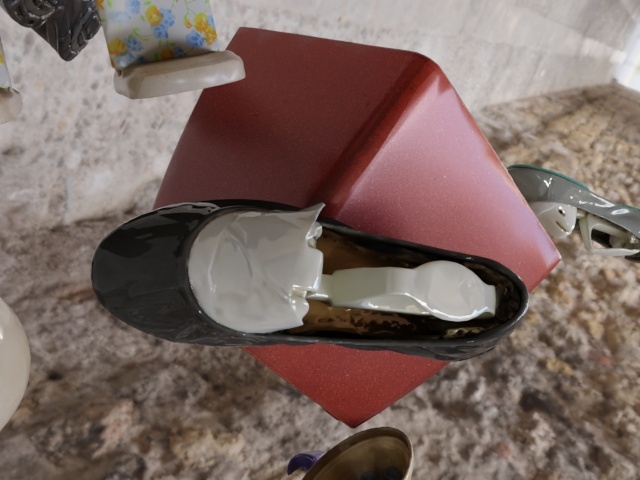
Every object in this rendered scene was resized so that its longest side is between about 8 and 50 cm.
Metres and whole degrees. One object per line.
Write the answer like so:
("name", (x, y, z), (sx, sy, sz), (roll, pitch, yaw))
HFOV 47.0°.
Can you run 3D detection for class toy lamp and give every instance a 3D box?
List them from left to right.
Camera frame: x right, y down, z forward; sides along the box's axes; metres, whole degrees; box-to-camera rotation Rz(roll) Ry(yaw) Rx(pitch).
("toy lamp", (-0.064, 0.435, 1.279), (0.275, 0.080, 0.080), (-15, 132, -60))

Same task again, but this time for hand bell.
("hand bell", (0.091, 0.293, 0.640), (0.126, 0.242, 0.126), (-34, -165, 10))

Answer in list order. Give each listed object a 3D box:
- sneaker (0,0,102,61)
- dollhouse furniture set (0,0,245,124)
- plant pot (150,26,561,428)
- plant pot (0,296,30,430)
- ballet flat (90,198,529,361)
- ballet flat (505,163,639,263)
("sneaker", (-0.309, -0.286, 0.799), (0.109, 0.130, 0.286), (-52, -177, -3))
("dollhouse furniture set", (-0.081, -0.258, 0.359), (0.394, 0.256, 0.362), (-15, 106, -16))
("plant pot", (0.000, 0.000, 0.653), (0.235, 0.267, 0.267), (-52, 130, -10))
("plant pot", (-0.508, 0.169, 0.989), (0.284, 0.284, 0.191), (-62, 166, 1))
("ballet flat", (0.006, 0.021, 0.456), (0.096, 0.281, 0.095), (150, -56, -67))
("ballet flat", (0.305, -0.026, 0.861), (0.072, 0.213, 0.068), (142, -35, -67))
